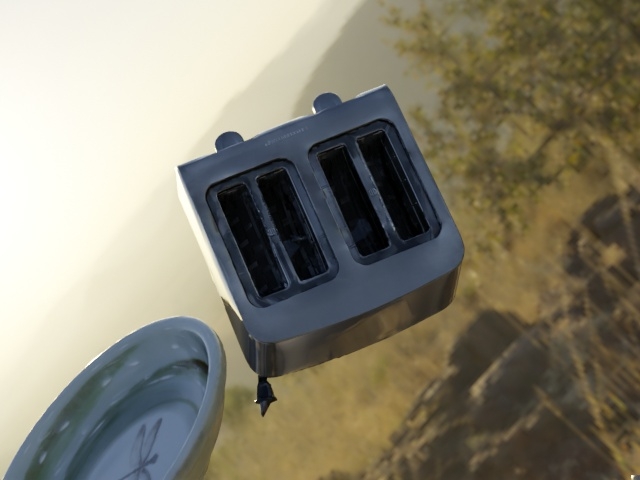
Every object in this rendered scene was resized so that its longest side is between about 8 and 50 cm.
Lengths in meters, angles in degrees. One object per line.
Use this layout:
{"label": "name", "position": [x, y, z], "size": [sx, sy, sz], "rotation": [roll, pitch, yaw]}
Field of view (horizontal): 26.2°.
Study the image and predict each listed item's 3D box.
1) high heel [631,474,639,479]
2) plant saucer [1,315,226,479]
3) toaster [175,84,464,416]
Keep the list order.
{"label": "high heel", "position": [0.373, 0.271, 1.246], "size": [0.082, 0.244, 0.117], "rotation": [-18, 69, 46]}
{"label": "plant saucer", "position": [-0.242, 0.279, 1.686], "size": [0.400, 0.100, 0.400], "rotation": [-34, 29, 21]}
{"label": "toaster", "position": [0.000, 0.000, 0.970], "size": [0.168, 0.186, 0.110], "rotation": [-21, -16, -6]}
